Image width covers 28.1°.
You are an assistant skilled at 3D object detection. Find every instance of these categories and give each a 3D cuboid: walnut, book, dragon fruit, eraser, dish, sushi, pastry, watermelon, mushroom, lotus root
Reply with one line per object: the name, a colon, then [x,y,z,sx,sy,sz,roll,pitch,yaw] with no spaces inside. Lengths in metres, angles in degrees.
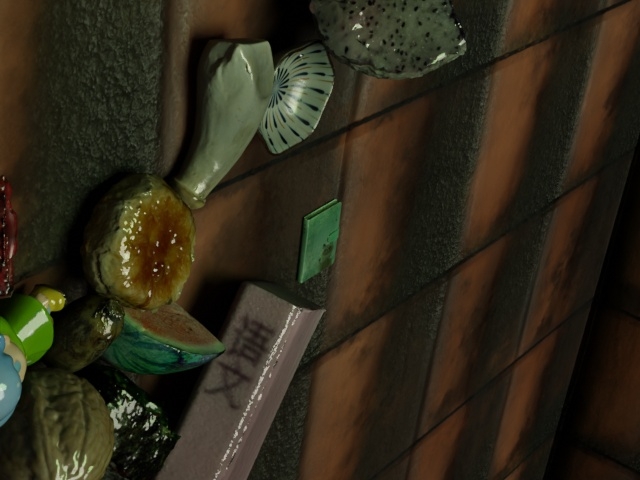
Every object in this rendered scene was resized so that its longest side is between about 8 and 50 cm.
walnut: [-0.359,0.261,1.680,0.178,0.230,0.178,-8,119,-14]
book: [0.000,0.000,2.291,0.103,0.017,0.135,-31,138,-44]
dragon fruit: [-0.426,0.004,1.537,0.127,0.120,0.161,1,87,-17]
eraser: [-0.131,0.248,2.108,0.359,0.122,0.272,-64,172,2]
dragon fruit: [0.084,-0.373,1.940,0.221,0.204,0.282,-57,128,-83]
dish: [-0.059,-0.227,1.955,0.191,0.066,0.190,-40,145,-35]
sushi: [-0.301,0.273,1.905,0.127,0.124,0.225,-53,145,-20]
pastry: [-0.253,0.002,1.783,0.192,0.093,0.182,40,68,-58]
watermelon: [-0.240,0.156,1.885,0.231,0.146,0.128,9,106,-61]
mushroom: [-0.139,-0.169,1.836,0.118,0.103,0.270,-15,130,-49]
lotus root: [-0.328,0.127,1.742,0.179,0.080,0.089,-35,-172,40]

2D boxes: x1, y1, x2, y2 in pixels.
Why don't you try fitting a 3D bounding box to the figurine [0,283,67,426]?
figurine: [-0.416,0.146,1.601,0.162,0.143,0.263,-49,-178,35]
